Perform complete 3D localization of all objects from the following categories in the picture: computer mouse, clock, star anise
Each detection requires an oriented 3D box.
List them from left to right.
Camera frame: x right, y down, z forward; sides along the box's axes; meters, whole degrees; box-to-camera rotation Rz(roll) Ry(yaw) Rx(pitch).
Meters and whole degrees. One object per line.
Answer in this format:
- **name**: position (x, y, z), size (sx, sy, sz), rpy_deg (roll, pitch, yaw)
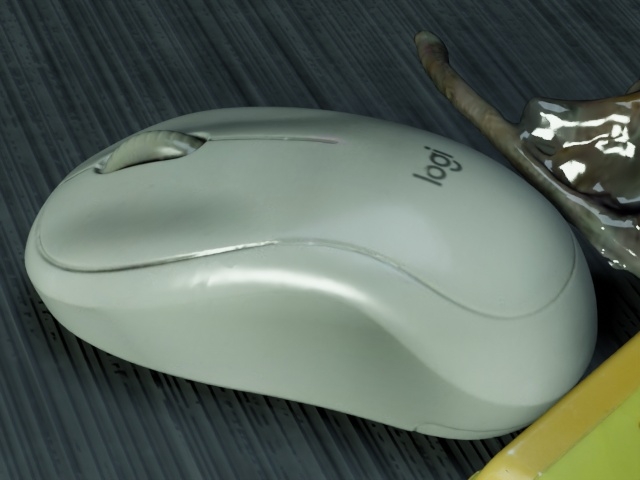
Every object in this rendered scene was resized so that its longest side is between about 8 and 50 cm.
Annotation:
- **computer mouse**: position (0.000, 0.000, 0.951), size (0.296, 0.121, 0.184), rpy_deg (19, 37, 9)
- **clock**: position (0.128, 0.122, 0.792), size (0.096, 0.143, 0.202), rpy_deg (33, 40, 24)
- **star anise**: position (0.241, -0.013, 1.041), size (0.315, 0.139, 0.359), rpy_deg (10, 22, -29)
